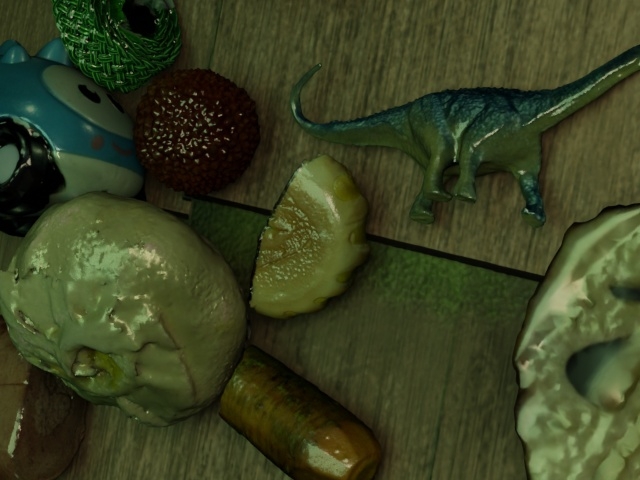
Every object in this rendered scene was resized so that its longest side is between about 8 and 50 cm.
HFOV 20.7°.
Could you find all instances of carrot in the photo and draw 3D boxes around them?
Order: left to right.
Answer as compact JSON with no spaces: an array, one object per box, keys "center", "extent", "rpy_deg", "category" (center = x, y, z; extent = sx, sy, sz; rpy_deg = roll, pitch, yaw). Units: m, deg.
[{"center":[-0.023,0.164,1.559],"extent":[0.173,0.082,0.082],"rpy_deg":[32,104,28],"category":"carrot"}]

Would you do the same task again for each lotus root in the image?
[{"center":[0.325,0.122,1.317],"extent":[0.390,0.111,0.375],"rpy_deg":[43,107,32],"category":"lotus root"}]

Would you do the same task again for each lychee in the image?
[{"center":[-0.115,-0.104,1.621],"extent":[0.123,0.129,0.123],"rpy_deg":[1,74,-2],"category":"lychee"}]

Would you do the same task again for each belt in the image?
[{"center":[-0.202,-0.214,1.690],"extent":[0.079,0.121,0.151],"rpy_deg":[-30,58,34],"category":"belt"}]

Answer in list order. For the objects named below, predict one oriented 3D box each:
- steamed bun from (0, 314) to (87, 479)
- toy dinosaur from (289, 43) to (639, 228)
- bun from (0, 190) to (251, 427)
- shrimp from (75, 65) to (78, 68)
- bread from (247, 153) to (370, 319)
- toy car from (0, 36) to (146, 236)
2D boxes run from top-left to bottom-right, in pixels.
[{"center":[-0.303,0.160,1.739],"extent":[0.145,0.106,0.175],"rpy_deg":[-3,70,39],"category":"steamed bun"},{"center":[0.122,-0.085,1.490],"extent":[0.363,0.076,0.147],"rpy_deg":[-4,64,32],"category":"toy dinosaur"},{"center":[-0.183,0.067,1.582],"extent":[0.239,0.141,0.239],"rpy_deg":[15,136,15],"category":"bun"},{"center":[-0.258,-0.189,1.781],"extent":[0.092,0.029,0.038],"rpy_deg":[-12,70,27],"category":"shrimp"},{"center":[0.000,0.000,1.555],"extent":[0.094,0.083,0.157],"rpy_deg":[17,106,33],"category":"bread"},{"center":[-0.289,-0.104,1.699],"extent":[0.255,0.188,0.190],"rpy_deg":[2,81,35],"category":"toy car"}]
